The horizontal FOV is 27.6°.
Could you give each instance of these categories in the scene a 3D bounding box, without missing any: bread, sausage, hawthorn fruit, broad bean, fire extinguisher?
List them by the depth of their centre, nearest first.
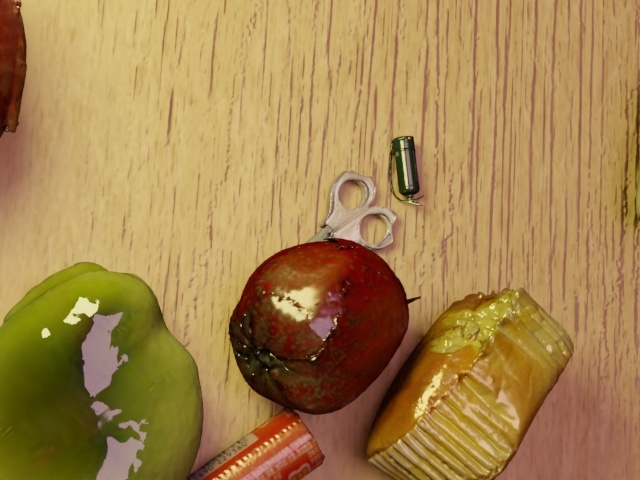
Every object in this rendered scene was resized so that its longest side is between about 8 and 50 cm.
[{"bbox_3d":[-0.233,0.166,1.296,0.238,0.119,0.291,13,75,-7],"label":"broad bean"},{"bbox_3d":[-0.121,0.277,1.339,0.274,0.074,0.074,-34,91,-21],"label":"sausage"},{"bbox_3d":[0.015,0.083,1.386,0.235,0.181,0.181,-18,85,-43],"label":"hawthorn fruit"},{"bbox_3d":[0.155,0.162,1.399,0.133,0.179,0.250,40,70,-3],"label":"bread"},{"bbox_3d":[0.098,-0.078,1.508,0.038,0.025,0.083,-10,81,18],"label":"fire extinguisher"}]

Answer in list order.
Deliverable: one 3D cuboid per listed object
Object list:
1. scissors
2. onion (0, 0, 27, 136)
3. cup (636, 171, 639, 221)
[{"bbox_3d":[0.000,0.000,1.465,0.189,0.015,0.100,-35,94,-20],"label":"scissors"},{"bbox_3d":[-0.442,-0.192,1.216,0.354,0.354,0.353,4,79,-18],"label":"onion"},{"bbox_3d":[0.513,-0.098,1.569,0.255,0.173,0.202,16,76,-14],"label":"cup"}]
